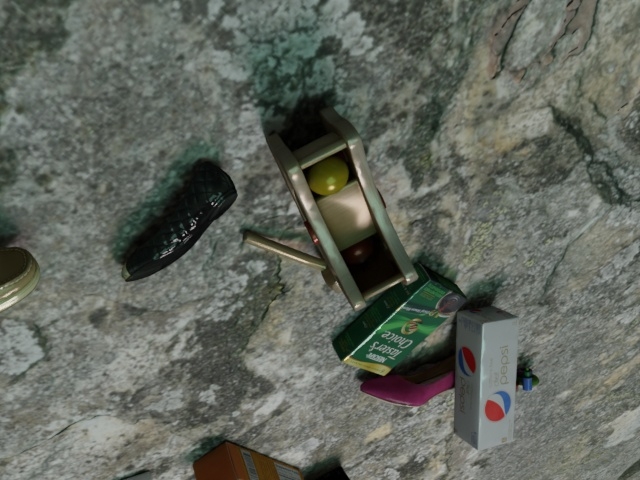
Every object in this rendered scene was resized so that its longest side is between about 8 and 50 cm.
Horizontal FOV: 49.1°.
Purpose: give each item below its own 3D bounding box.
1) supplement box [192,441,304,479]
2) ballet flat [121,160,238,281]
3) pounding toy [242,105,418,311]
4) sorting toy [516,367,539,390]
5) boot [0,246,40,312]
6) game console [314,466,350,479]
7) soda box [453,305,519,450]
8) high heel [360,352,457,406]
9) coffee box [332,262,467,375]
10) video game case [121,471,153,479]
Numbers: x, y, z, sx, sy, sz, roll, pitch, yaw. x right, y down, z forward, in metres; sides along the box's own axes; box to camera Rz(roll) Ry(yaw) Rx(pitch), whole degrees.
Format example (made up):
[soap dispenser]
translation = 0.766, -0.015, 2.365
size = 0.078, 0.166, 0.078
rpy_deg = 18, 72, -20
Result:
[supplement box]
translation = -0.108, 0.413, 1.175
size = 0.078, 0.080, 0.233
rpy_deg = -36, 137, 10
[ballet flat]
translation = -0.155, -0.015, 0.751
size = 0.173, 0.049, 0.057
rpy_deg = -42, 171, 19
[pounding toy]
translation = 0.000, 0.000, 0.759
size = 0.155, 0.154, 0.269
rpy_deg = -27, 139, -3
[sorting toy]
translation = 0.371, 0.253, 1.314
size = 0.102, 0.061, 0.042
rpy_deg = -8, 101, -33
[boot]
translation = -0.368, 0.001, 0.611
size = 0.213, 0.077, 0.165
rpy_deg = -9, 133, -18
[game console]
translation = 0.002, 0.485, 1.309
size = 0.122, 0.071, 0.107
rpy_deg = -23, 139, -12
[soda box]
translation = 0.264, 0.219, 1.122
size = 0.074, 0.069, 0.216
rpy_deg = -6, 104, -24
[high heel]
translation = 0.183, 0.212, 1.162
size = 0.244, 0.082, 0.117
rpy_deg = 7, 94, -16
[coffee box]
translation = 0.118, 0.121, 1.035
size = 0.184, 0.040, 0.113
rpy_deg = -45, 137, 17
[video game case]
translation = -0.353, 0.444, 1.108
size = 0.191, 0.022, 0.173
rpy_deg = -14, 136, -19
